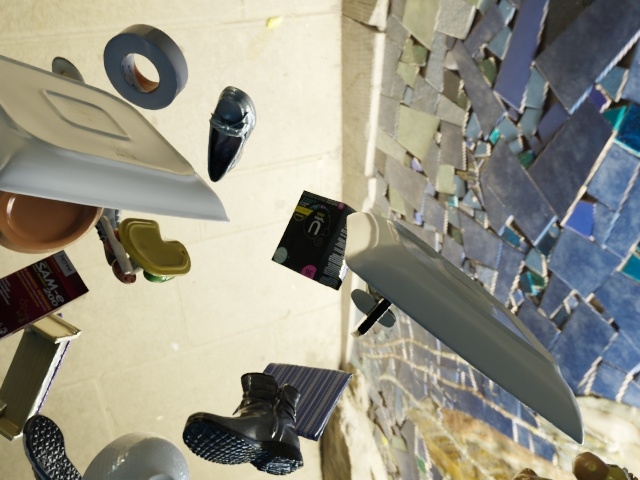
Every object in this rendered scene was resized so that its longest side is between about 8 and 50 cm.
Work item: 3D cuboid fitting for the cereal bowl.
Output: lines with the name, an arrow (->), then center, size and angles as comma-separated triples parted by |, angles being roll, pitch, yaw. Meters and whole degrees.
cereal bowl -> -0.506, 0.731, 1.554 | 0.338, 0.141, 0.339 | 4, 85, -50

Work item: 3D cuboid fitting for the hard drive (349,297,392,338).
hard drive -> 0.107, 0.165, 1.150 | 0.094, 0.022, 0.135 | -46, 173, -12

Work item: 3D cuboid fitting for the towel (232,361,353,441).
towel -> -0.089, 0.479, 1.649 | 0.243, 0.335, 0.040 | -53, 128, -41

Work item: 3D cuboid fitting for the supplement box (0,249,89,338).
supplement box -> -0.714, 0.135, 1.332 | 0.239, 0.073, 0.130 | -33, 94, -37

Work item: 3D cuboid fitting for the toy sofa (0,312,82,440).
toy sofa -> -0.871, 0.407, 1.671 | 0.363, 0.150, 0.177 | -65, 166, 4

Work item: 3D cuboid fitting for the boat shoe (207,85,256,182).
boat shoe -> -0.263, -0.292, 1.532 | 0.118, 0.103, 0.320 | 25, 143, -5

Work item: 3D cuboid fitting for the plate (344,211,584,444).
plate -> 0.148, 0.063, 0.605 | 0.278, 0.277, 0.045 | 37, 102, -4

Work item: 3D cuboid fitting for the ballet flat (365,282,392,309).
ballet flat -> 0.216, 0.100, 2.002 | 0.123, 0.349, 0.123 | 0, 146, 0

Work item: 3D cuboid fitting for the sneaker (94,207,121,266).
sneaker -> -0.604, -0.039, 1.470 | 0.086, 0.229, 0.132 | -15, 169, 29

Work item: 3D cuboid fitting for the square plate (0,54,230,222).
square plate -> -0.327, -0.153, 0.746 | 0.347, 0.344, 0.049 | 7, 120, -56

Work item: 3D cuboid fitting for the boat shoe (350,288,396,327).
boat shoe -> 0.125, 0.156, 1.280 | 0.125, 0.038, 0.046 | 35, 104, 4

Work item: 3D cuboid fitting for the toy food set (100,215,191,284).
toy food set -> -0.327, 0.028, 0.980 | 0.071, 0.128, 0.218 | -37, 166, 14

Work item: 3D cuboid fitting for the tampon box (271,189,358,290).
tampon box -> 0.000, 0.000, 1.096 | 0.101, 0.120, 0.161 | 29, 84, -51

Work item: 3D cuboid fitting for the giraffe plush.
giraffe plush -> 0.460, 0.445, 0.932 | 0.210, 0.181, 0.170 | 41, 100, -8

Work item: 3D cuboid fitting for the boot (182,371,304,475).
boot -> -0.181, 0.410, 1.290 | 0.118, 0.223, 0.338 | -35, 130, 23

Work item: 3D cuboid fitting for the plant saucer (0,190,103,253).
plant saucer -> -0.454, -0.058, 0.902 | 0.199, 0.037, 0.200 | -26, 136, -28

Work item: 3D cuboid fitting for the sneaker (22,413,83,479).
sneaker -> -0.616, 0.494, 1.205 | 0.097, 0.084, 0.235 | -7, 108, 24

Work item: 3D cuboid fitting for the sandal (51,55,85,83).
sandal -> -0.702, -0.383, 1.512 | 0.088, 0.079, 0.240 | 11, 140, -1

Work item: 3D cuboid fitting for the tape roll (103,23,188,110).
tape roll -> -0.477, -0.471, 1.487 | 0.219, 0.072, 0.219 | 11, 133, 12
